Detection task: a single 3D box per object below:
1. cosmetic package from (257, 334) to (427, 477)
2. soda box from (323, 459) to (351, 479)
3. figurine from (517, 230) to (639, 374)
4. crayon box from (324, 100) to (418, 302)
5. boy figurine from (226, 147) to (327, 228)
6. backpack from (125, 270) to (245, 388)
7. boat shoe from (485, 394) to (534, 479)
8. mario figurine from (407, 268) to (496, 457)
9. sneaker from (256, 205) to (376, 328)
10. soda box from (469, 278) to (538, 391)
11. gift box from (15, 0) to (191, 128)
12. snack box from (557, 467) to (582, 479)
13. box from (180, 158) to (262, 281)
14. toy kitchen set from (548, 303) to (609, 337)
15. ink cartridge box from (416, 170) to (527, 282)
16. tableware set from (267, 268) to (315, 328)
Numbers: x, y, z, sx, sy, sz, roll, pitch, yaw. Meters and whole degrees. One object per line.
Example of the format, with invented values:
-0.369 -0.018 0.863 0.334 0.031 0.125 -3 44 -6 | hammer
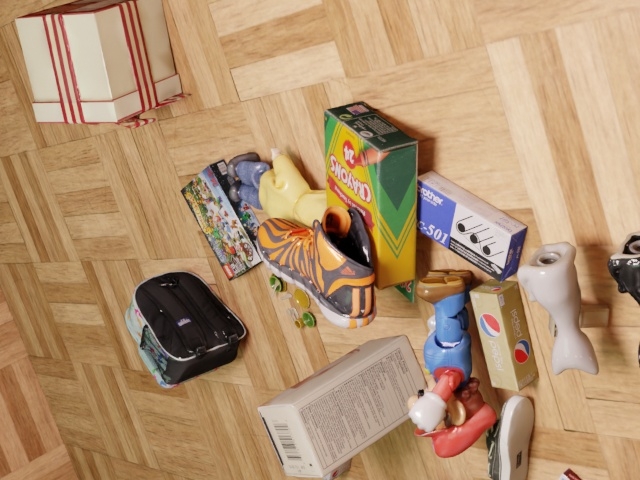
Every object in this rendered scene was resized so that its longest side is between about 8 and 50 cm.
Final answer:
0.049 0.309 2.012 0.129 0.296 0.153 -15 98 55 | cosmetic package
-0.028 0.438 2.385 0.216 0.069 0.073 36 136 31 | soda box
0.415 0.106 1.559 0.215 0.092 0.209 -8 113 26 | figurine
0.087 -0.057 1.871 0.202 0.081 0.318 44 144 52 | crayon box
-0.067 -0.094 2.076 0.285 0.092 0.177 22 128 42 | boy figurine
-0.325 0.200 2.474 0.253 0.225 0.191 52 138 22 | backpack
0.323 0.353 1.885 0.070 0.078 0.219 28 134 37 | boat shoe
0.193 0.216 1.835 0.170 0.198 0.320 5 101 53 | mario figurine
0.000 0.000 1.877 0.321 0.125 0.180 37 136 40 | sneaker
0.309 0.159 1.796 0.061 0.058 0.181 5 115 50 | soda box
-0.437 -0.370 2.236 0.255 0.276 0.258 6 114 35 | gift box
0.473 0.470 1.820 0.178 0.022 0.064 43 141 26 | snack box
-0.203 -0.041 2.318 0.159 0.044 0.233 -33 85 54 | box
0.400 0.117 1.679 0.083 0.075 0.068 -98 6 -63 | toy kitchen set
0.240 -0.026 1.774 0.207 0.046 0.097 35 135 34 | ink cartridge box
-0.065 0.119 2.266 0.104 0.024 0.154 -19 96 54 | tableware set
